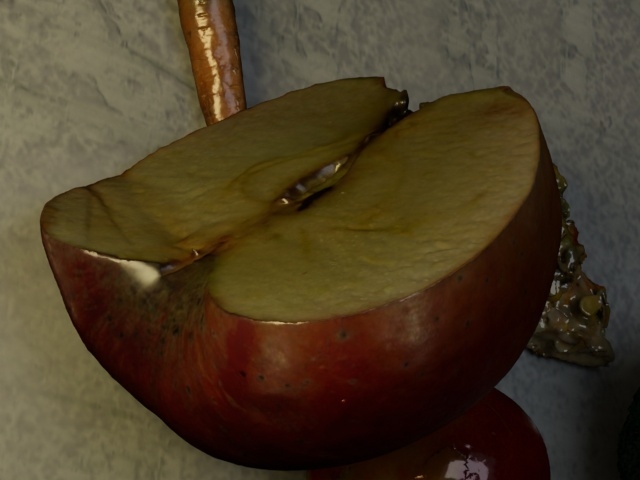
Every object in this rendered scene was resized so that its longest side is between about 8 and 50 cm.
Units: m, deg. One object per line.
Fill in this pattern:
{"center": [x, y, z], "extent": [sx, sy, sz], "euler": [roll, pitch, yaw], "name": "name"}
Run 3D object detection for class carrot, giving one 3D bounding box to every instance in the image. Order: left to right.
{"center": [-0.078, -0.125, 1.590], "extent": [0.047, 0.047, 0.191], "euler": [-7, 82, -40], "name": "carrot"}

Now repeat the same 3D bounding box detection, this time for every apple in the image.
{"center": [0.000, 0.000, 1.427], "extent": [0.329, 0.295, 0.365], "euler": [44, 47, 9], "name": "apple"}

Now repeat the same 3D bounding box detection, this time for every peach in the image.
{"center": [0.090, 0.183, 1.535], "extent": [0.197, 0.197, 0.197], "euler": [14, 67, -35], "name": "peach"}

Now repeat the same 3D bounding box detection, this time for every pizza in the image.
{"center": [0.189, 0.020, 1.738], "extent": [0.147, 0.069, 0.226], "euler": [-21, 88, -43], "name": "pizza"}

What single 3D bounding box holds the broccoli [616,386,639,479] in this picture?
{"center": [0.402, 0.192, 1.732], "extent": [0.308, 0.275, 0.308], "euler": [-15, 90, -72], "name": "broccoli"}
